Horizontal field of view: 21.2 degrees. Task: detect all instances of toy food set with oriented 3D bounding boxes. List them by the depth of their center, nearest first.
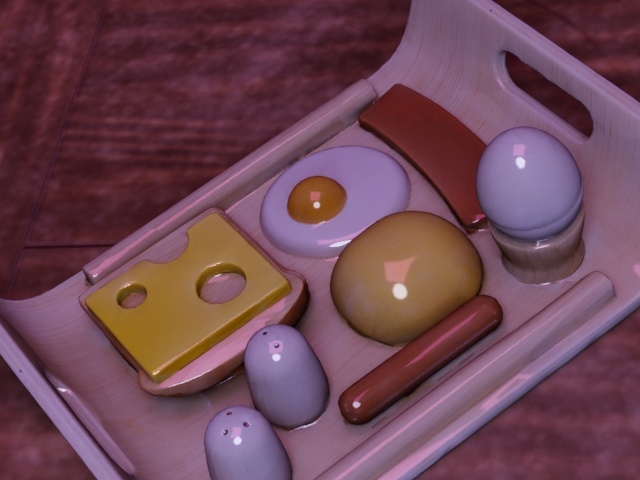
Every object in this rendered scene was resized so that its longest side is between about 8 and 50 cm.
[{"bbox_3d":[0.000,0.000,0.808,0.306,0.092,0.220,-34,49,-16],"label":"toy food set"}]
